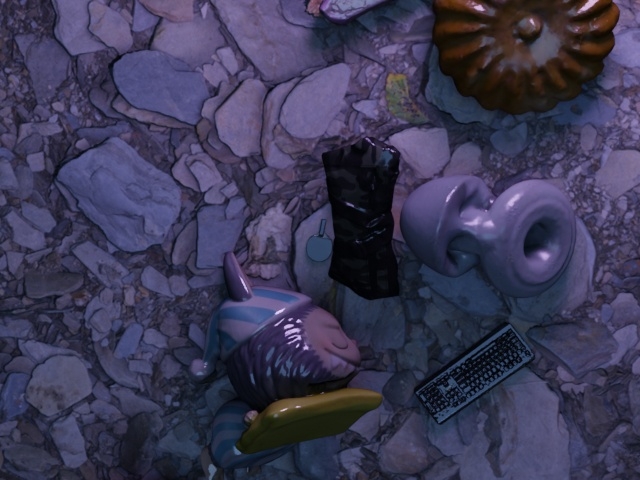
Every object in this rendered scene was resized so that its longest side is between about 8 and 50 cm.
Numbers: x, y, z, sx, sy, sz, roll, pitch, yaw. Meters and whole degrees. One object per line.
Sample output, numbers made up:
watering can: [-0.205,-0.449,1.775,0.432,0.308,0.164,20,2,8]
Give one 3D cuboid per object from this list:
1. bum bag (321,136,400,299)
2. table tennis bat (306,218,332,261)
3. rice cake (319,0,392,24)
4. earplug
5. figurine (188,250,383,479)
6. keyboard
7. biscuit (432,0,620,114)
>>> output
bum bag: [0.073,-0.033,1.717,0.144,0.095,0.341,9,127,17]
table tennis bat: [0.000,0.000,1.813,0.050,0.007,0.083,10,101,4]
rice cake: [0.183,-0.477,1.689,0.399,0.070,0.064,-22,100,9]
earplug: [0.304,-0.017,1.710,0.325,0.175,0.214,11,96,-6]
figurine: [-0.106,0.209,1.794,0.361,0.266,0.378,-38,60,35]
keyboard: [0.292,0.255,1.816,0.230,0.025,0.094,-38,91,10]
biscuit: [0.352,-0.369,1.645,0.325,0.107,0.326,2,115,4]
